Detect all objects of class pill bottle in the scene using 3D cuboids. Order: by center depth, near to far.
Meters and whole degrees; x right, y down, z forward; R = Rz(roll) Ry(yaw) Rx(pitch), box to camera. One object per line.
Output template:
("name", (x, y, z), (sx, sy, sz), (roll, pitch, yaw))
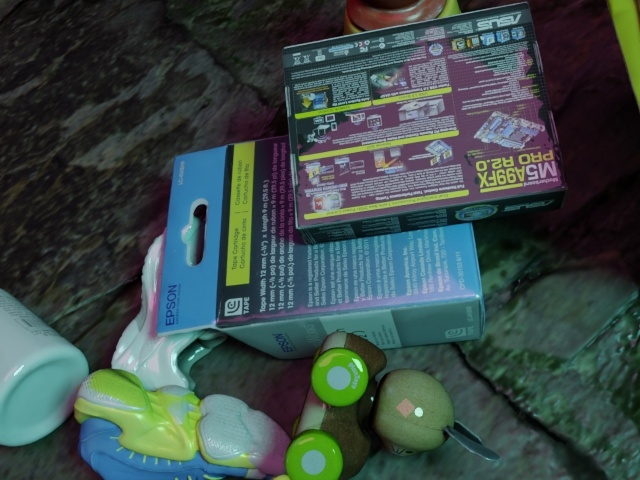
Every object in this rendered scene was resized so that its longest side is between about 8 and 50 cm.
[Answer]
("pill bottle", (-0.395, 0.128, 0.863), (0.229, 0.131, 0.131), (29, 70, 28))

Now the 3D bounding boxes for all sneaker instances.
("sneaker", (-0.150, 0.225, 0.780), (0.240, 0.091, 0.126), (21, 110, 4))
("sneaker", (-0.158, 0.082, 0.867), (0.115, 0.090, 0.232), (8, 70, 11))

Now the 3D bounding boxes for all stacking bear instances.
("stacking bear", (0.096, -0.269, 0.882), (0.175, 0.289, 0.164), (-13, 57, 7))

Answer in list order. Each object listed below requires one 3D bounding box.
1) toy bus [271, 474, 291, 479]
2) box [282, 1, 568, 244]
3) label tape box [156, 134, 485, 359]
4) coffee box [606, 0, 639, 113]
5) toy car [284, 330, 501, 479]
("toy bus", (-0.047, 0.267, 0.467), (0.220, 0.211, 0.149), (-45, 41, 0))
("box", (0.101, -0.121, 0.768), (0.270, 0.060, 0.216), (-9, 72, 9))
("label tape box", (0.000, 0.000, 0.850), (0.348, 0.115, 0.249), (-8, 58, 11))
("coffee box", (0.464, -0.175, 0.648), (0.338, 0.334, 0.338), (-19, 53, 28))
("toy car", (0.072, 0.180, 0.703), (0.188, 0.155, 0.148), (17, 87, 2))
